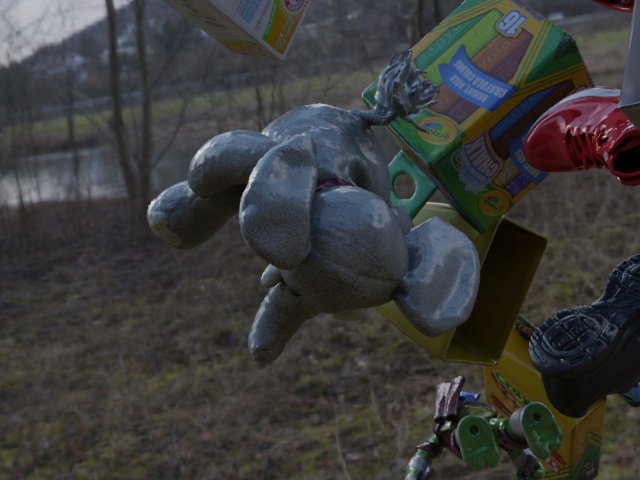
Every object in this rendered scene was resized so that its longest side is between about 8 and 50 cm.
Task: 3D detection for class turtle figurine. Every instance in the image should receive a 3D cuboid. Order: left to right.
[{"bbox_3d":[0.226,0.325,1.298,0.198,0.274,0.266,23,-21,-1],"label":"turtle figurine"}]

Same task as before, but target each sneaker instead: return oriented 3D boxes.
[{"bbox_3d":[0.284,-0.103,0.956,0.221,0.087,0.128,-21,14,46],"label":"sneaker"},{"bbox_3d":[0.551,0.243,1.744,0.067,0.078,0.188,-24,28,6],"label":"sneaker"},{"bbox_3d":[0.382,0.113,1.155,0.286,0.130,0.109,-28,35,-12],"label":"sneaker"}]

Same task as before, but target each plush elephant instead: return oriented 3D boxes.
[{"bbox_3d":[0.000,0.000,0.896,0.330,0.272,0.255,-47,21,33],"label":"plush elephant"}]

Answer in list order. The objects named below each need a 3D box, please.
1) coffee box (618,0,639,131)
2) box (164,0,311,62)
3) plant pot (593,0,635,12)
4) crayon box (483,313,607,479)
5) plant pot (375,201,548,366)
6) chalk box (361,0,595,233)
[{"bbox_3d":[0.326,-0.087,0.609,0.119,0.168,0.297,-8,-32,45],"label":"coffee box"},{"bbox_3d":[-0.114,-0.314,1.120,0.103,0.114,0.203,20,-7,40],"label":"box"},{"bbox_3d":[0.466,-0.480,1.467,0.191,0.174,0.191,31,3,-2],"label":"plant pot"},{"bbox_3d":[0.372,0.281,1.570,0.081,0.318,0.202,-36,51,-18],"label":"crayon box"},{"bbox_3d":[0.182,0.046,1.371,0.187,0.212,0.212,25,4,32],"label":"plant pot"},{"bbox_3d":[0.186,-0.148,1.192,0.289,0.179,0.180,-42,48,3],"label":"chalk box"}]
